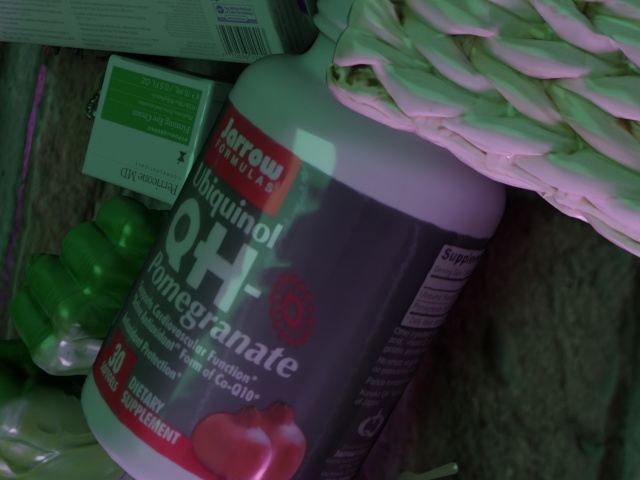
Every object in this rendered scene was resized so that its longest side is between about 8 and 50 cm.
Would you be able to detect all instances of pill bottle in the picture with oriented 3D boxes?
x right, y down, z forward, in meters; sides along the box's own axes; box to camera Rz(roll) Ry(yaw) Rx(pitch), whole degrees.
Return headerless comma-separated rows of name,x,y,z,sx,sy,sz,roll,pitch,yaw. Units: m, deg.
pill bottle,0.000,0.000,0.854,0.176,0.176,0.318,37,106,34

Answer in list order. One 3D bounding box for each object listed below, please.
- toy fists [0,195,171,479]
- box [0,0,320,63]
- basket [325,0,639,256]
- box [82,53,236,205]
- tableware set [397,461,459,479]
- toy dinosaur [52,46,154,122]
toy fists,-0.173,0.086,1.001,0.279,0.142,0.096,-51,58,21
box,-0.144,-0.170,0.976,0.324,0.063,0.067,9,132,33
basket,0.215,-0.119,0.563,0.331,0.328,0.266,28,106,13
box,-0.087,-0.069,0.978,0.101,0.102,0.087,19,98,36
tableware set,0.046,0.203,0.897,0.154,0.024,0.104,-26,73,31
toy dinosaur,-0.167,-0.206,1.088,0.118,0.064,0.268,-7,76,34
